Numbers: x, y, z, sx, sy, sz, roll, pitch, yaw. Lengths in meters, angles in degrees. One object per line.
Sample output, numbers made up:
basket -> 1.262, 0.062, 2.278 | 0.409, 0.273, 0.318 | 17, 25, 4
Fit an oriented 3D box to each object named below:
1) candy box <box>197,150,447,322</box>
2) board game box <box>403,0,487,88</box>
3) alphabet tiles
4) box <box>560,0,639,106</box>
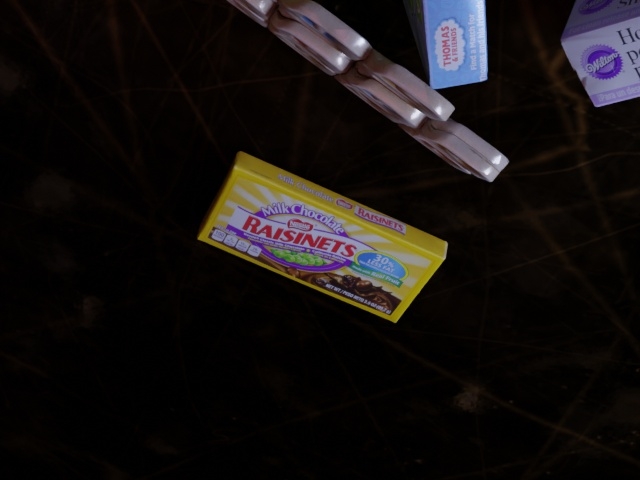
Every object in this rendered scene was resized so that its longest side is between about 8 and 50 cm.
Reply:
candy box -> 0.000, 0.000, 1.008 | 0.206, 0.027, 0.105 | 23, 132, -9
board game box -> 0.056, -0.214, 0.645 | 0.039, 0.211, 0.160 | -11, 133, 0
alphabet tiles -> -0.007, -0.129, 0.721 | 0.284, 0.278, 0.021 | 36, 94, -8
box -> 0.312, -0.161, 0.696 | 0.324, 0.067, 0.063 | -11, 126, 39
